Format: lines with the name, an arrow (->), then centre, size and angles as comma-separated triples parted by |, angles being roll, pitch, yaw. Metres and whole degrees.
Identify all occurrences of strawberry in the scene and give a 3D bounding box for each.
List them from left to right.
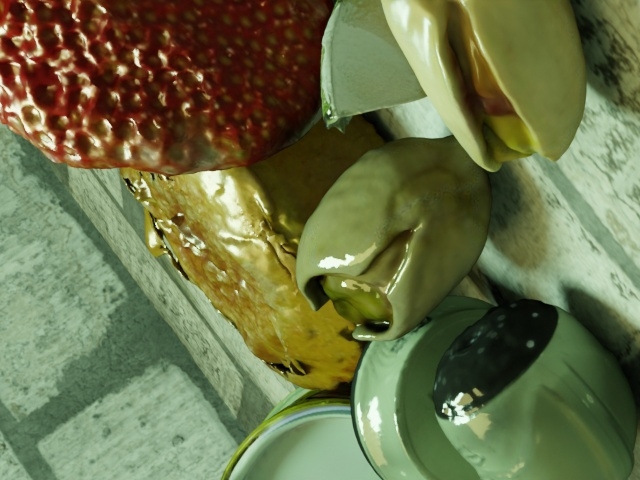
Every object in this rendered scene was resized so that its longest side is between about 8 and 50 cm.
strawberry -> -0.146, -0.195, 1.713 | 0.351, 0.312, 0.267 | 36, 176, 12

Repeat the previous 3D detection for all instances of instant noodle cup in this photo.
instant noodle cup -> 0.038, 0.282, 1.964 | 0.325, 0.325, 0.254 | 52, -173, 11

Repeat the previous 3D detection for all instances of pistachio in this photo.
pistachio -> 0.063, -0.002, 1.659 | 0.138, 0.153, 0.238 | 39, 129, 4
pistachio -> 0.118, -0.143, 1.317 | 0.200, 0.117, 0.145 | 55, -154, -33

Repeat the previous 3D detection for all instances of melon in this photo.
melon -> 0.051, -0.160, 1.585 | 0.202, 0.093, 0.139 | -45, -49, -76

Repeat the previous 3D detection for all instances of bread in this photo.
bread -> -0.041, -0.023, 1.923 | 0.337, 0.204, 0.358 | 61, 161, -14

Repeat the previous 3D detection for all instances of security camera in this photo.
security camera -> 0.159, 0.144, 1.687 | 0.191, 0.197, 0.277 | 51, 161, -14
